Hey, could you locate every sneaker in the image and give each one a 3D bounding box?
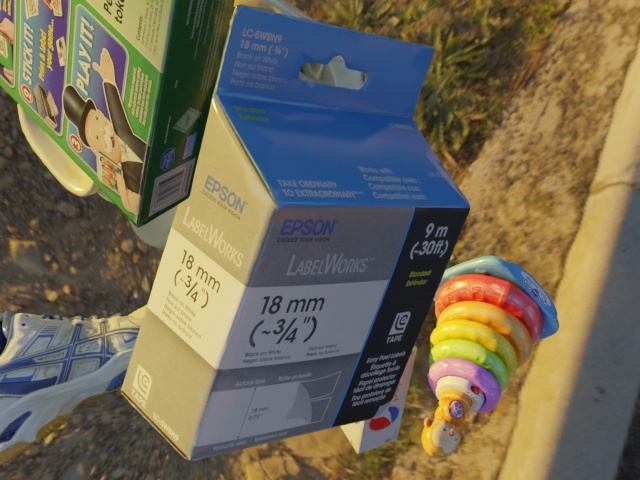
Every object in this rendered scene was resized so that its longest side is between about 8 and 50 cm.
[{"bbox_3d":[-0.262,0.111,0.952,0.296,0.112,0.131,-33,89,-44],"label":"sneaker"}]

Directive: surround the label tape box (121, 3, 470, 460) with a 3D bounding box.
[{"bbox_3d":[0.000,0.000,0.770,0.241,0.106,0.333,-1,118,-46],"label":"label tape box"}]

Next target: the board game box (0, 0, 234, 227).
[{"bbox_3d":[-0.130,-0.179,0.482,0.046,0.317,0.213,-33,70,-35],"label":"board game box"}]

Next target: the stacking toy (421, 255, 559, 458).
[{"bbox_3d":[0.209,0.180,1.323,0.175,0.166,0.302,46,49,-17],"label":"stacking toy"}]

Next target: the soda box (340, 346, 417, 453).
[{"bbox_3d":[0.082,0.219,1.393,0.074,0.216,0.069,-15,44,-23],"label":"soda box"}]

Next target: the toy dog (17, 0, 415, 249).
[{"bbox_3d":[-0.065,-0.148,1.101,0.408,0.284,0.395,-15,61,-51],"label":"toy dog"}]
